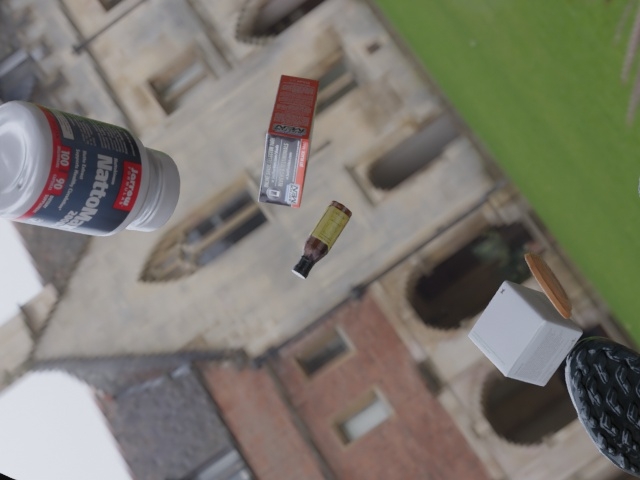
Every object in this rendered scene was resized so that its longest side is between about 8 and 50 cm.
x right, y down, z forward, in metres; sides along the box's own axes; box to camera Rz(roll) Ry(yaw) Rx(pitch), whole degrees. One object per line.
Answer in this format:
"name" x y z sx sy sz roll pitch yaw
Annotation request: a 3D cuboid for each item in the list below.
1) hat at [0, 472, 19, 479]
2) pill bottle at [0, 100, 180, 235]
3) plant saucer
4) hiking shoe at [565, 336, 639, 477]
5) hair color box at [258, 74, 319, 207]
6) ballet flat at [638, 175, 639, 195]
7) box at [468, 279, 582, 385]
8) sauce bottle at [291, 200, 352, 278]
"hat" -0.362 0.364 1.268 0.134 0.331 0.331 -4 132 48
"pill bottle" -0.222 -0.061 1.311 0.180 0.108 0.108 11 -142 -48
"plant saucer" 0.250 0.047 1.532 0.083 0.013 0.083 51 -166 -18
"hiking shoe" 0.371 0.217 1.624 0.304 0.113 0.132 46 180 -20
"hair color box" -0.036 -0.120 1.671 0.167 0.053 0.093 -80 -1 -59
"ballet flat" 0.324 -0.099 1.265 0.057 0.049 0.173 43 150 34
"box" 0.282 0.128 1.943 0.087 0.102 0.101 19 -159 -40
"sauce bottle" 0.000 0.000 2.170 0.042 0.128 0.042 33 172 5
